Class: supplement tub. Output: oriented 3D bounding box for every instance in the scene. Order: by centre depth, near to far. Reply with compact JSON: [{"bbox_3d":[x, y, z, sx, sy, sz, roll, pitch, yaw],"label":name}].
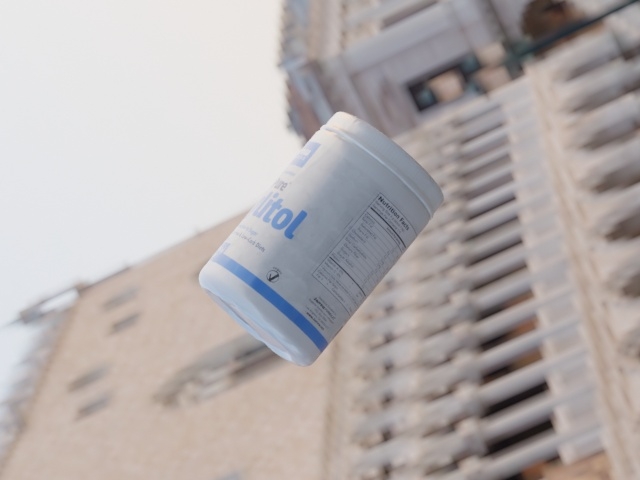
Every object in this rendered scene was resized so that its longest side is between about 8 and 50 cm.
[{"bbox_3d":[0.000,0.000,0.932,0.071,0.107,0.071,38,171,7],"label":"supplement tub"}]
